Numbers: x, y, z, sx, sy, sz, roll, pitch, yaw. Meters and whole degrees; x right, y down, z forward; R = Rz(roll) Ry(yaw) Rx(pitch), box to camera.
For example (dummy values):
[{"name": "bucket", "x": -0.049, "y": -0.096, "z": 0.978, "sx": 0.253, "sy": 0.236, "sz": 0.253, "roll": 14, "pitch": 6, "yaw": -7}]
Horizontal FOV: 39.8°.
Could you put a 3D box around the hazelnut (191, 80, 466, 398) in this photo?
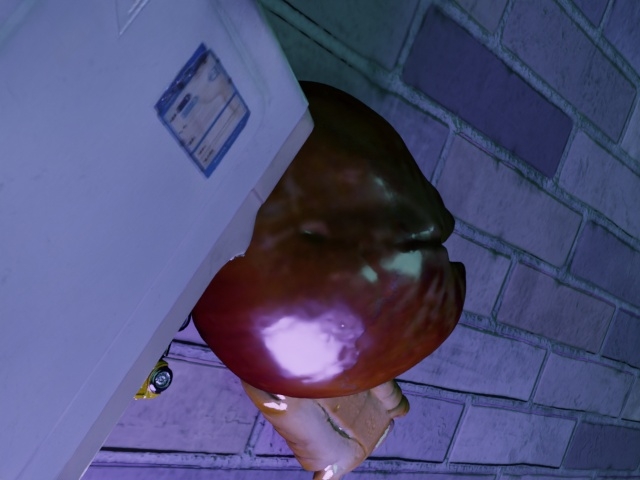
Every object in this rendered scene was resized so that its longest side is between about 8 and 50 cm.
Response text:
[{"name": "hazelnut", "x": 0.000, "y": 0.000, "z": 0.683, "sx": 0.217, "sy": 0.217, "sz": 0.251, "roll": -24, "pitch": 99, "yaw": -41}]

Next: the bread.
[{"name": "bread", "x": 0.006, "y": 0.148, "z": 0.867, "sx": 0.134, "sy": 0.081, "sz": 0.225, "roll": -45, "pitch": 137, "yaw": -19}]

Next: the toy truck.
[{"name": "toy truck", "x": -0.144, "y": 0.082, "z": 0.692, "sx": 0.054, "sy": 0.049, "sz": 0.083, "roll": 13, "pitch": 95, "yaw": -49}]

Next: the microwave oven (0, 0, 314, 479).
[{"name": "microwave oven", "x": -0.207, "y": -0.022, "z": 0.420, "sx": 0.355, "sy": 0.218, "sz": 0.286, "roll": -57, "pitch": 154, "yaw": -13}]
